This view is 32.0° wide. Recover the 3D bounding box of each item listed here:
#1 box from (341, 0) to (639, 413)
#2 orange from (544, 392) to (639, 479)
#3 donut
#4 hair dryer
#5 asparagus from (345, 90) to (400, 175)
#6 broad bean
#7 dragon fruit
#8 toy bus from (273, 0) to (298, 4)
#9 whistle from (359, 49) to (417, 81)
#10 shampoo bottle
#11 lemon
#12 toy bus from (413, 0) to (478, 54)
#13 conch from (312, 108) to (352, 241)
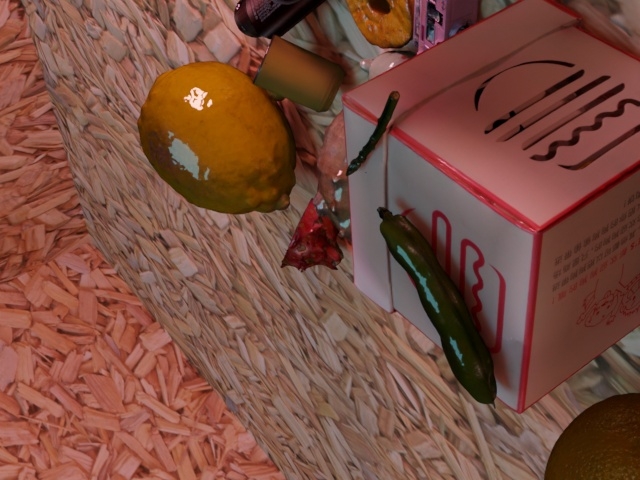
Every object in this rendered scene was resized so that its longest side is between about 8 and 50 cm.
[{"bbox_3d":[0.238,-0.048,1.300,0.300,0.314,0.312,40,150,37],"label":"box"},{"bbox_3d":[0.417,0.326,1.415,0.274,0.274,0.274,47,154,32],"label":"orange"},{"bbox_3d":[0.098,-0.345,1.589,0.152,0.058,0.152,46,153,32],"label":"donut"},{"bbox_3d":[-0.048,-0.274,1.946,0.135,0.090,0.278,22,177,-7],"label":"hair dryer"},{"bbox_3d":[0.056,-0.109,1.181,0.016,0.016,0.163,29,151,-1],"label":"asparagus"},{"bbox_3d":[0.132,0.072,1.210,0.255,0.046,0.065,61,161,-5],"label":"broad bean"},{"bbox_3d":[0.000,0.000,2.167,0.111,0.153,0.153,27,156,-3],"label":"dragon fruit"},{"bbox_3d":[0.012,-0.425,1.201,0.203,0.427,0.233,35,143,47],"label":"toy bus"},{"bbox_3d":[0.145,-0.211,1.594,0.244,0.110,0.092,42,116,42],"label":"whistle"},{"bbox_3d":[-0.057,-0.407,1.812,0.323,0.084,0.129,160,102,-67],"label":"shampoo bottle"},{"bbox_3d":[-0.189,-0.193,2.118,0.316,0.285,0.285,19,158,-9],"label":"lemon"},{"bbox_3d":[0.168,-0.318,1.466,0.090,0.063,0.203,48,152,38],"label":"toy bus"},{"bbox_3d":[0.081,-0.119,1.756,0.324,0.186,0.263,40,132,40],"label":"conch"}]
